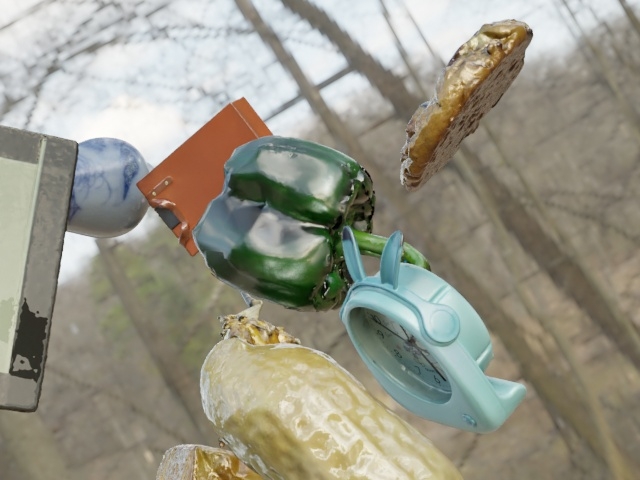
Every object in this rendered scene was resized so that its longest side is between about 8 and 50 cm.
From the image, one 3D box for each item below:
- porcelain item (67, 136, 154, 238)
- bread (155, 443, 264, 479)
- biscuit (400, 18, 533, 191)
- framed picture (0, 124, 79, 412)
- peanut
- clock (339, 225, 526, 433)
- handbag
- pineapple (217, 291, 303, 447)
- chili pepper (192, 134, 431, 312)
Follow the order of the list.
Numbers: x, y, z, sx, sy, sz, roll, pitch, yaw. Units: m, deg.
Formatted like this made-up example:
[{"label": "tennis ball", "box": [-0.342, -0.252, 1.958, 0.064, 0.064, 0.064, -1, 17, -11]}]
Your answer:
[{"label": "porcelain item", "box": [-0.328, -0.067, 2.009, 0.141, 0.141, 0.259, -34, -15, 38]}, {"label": "bread", "box": [-0.157, 0.396, 1.823, 0.132, 0.294, 0.167, 21, -15, -29]}, {"label": "biscuit", "box": [0.206, -0.212, 2.199, 0.289, 0.081, 0.334, -57, -8, 22]}, {"label": "framed picture", "box": [-0.398, 0.004, 1.324, 0.347, 0.265, 0.016, 10, -7, -25]}, {"label": "peanut", "box": [0.015, 0.217, 1.526, 0.158, 0.340, 0.174, -44, -9, -2]}, {"label": "clock", "box": [0.060, 0.056, 0.948, 0.045, 0.147, 0.108, -45, 28, -24]}, {"label": "handbag", "box": [-0.136, -0.081, 1.948, 0.190, 0.127, 0.063, -38, 0, 25]}, {"label": "pineapple", "box": [-0.083, 0.178, 2.293, 0.161, 0.158, 0.334, -1, 16, 0]}, {"label": "chili pepper", "box": [0.000, 0.000, 1.599, 0.165, 0.261, 0.174, 78, -147, -70]}]
